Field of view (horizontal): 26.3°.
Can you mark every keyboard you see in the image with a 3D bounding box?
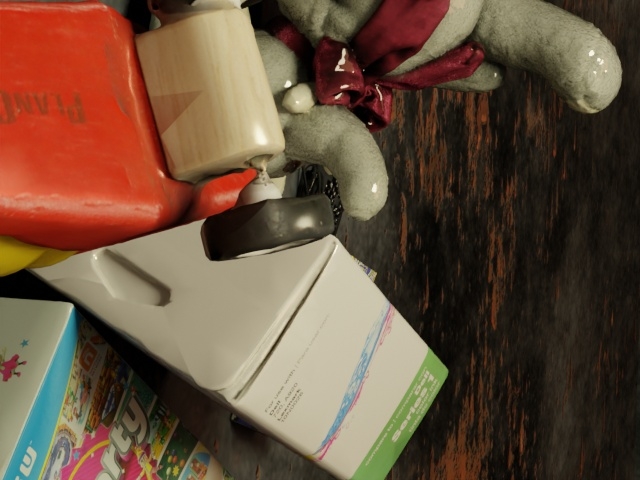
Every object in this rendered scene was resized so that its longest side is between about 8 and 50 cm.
[{"bbox_3d":[0.000,0.000,1.261,0.100,0.038,0.192,54,45,-53],"label":"keyboard"}]

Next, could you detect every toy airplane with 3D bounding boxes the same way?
[{"bbox_3d":[-0.211,-0.027,0.563,0.384,0.272,0.386,46,46,-29],"label":"toy airplane"}]

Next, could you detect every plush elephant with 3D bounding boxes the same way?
[{"bbox_3d":[0.013,-0.136,1.046,0.255,0.330,0.272,-59,150,-2],"label":"plush elephant"}]

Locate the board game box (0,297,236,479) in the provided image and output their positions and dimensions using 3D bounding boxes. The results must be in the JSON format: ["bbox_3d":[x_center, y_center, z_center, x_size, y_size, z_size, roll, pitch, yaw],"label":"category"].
[{"bbox_3d":[-0.165,0.207,0.879,0.303,0.097,0.224,58,43,-50],"label":"board game box"}]

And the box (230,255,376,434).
[{"bbox_3d":[-0.014,0.091,1.186,0.059,0.054,0.169,35,76,-60],"label":"box"}]

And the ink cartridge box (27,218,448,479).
[{"bbox_3d":[-0.053,0.049,0.917,0.117,0.201,0.278,-56,153,-8],"label":"ink cartridge box"}]
